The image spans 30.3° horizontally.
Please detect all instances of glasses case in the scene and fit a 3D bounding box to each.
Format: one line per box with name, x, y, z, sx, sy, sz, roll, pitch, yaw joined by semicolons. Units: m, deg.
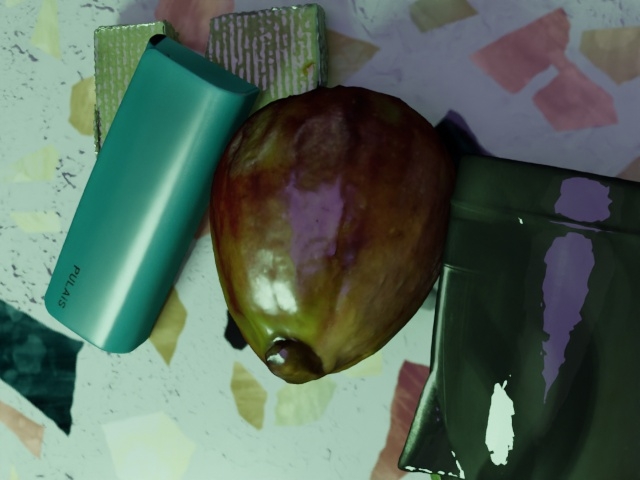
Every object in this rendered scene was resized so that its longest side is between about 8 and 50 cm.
glasses case;-0.175;-0.039;1.150;0.117;0.070;0.301;29;113;9

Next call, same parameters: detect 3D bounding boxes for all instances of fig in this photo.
fig;0.004;-0.009;1.060;0.224;0.224;0.263;18;100;17

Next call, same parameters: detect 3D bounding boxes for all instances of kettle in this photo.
kettle;0.237;0.111;0.997;0.321;0.228;0.324;9;95;-16

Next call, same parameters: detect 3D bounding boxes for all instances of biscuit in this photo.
biscuit;-0.110;-0.153;1.175;0.250;0.046;0.147;-5;89;18

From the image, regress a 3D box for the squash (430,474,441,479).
squash;0.145;0.244;1.090;0.066;0.066;0.229;-21;85;17
